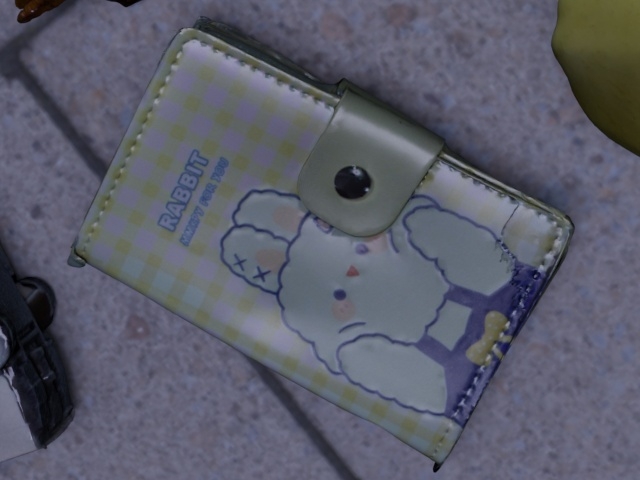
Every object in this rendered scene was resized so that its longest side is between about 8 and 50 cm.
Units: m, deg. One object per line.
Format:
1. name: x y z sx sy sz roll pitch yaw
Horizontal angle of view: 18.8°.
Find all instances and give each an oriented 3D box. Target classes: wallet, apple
1. wallet: 0.000 0.000 1.351 0.309 0.077 0.223 29 110 -1
2. apple: 0.249 -0.131 1.223 0.200 0.200 0.200 2 104 9

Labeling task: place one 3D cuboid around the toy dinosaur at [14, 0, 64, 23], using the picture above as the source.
1. toy dinosaur: -0.197 -0.252 1.256 0.432 0.097 0.208 -26 136 30

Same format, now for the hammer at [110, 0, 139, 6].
1. hammer: -0.073 -0.197 1.342 0.178 0.021 0.065 -22 100 14

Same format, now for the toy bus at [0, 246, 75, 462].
1. toy bus: -0.298 0.003 1.389 0.138 0.097 0.342 -21 99 16
